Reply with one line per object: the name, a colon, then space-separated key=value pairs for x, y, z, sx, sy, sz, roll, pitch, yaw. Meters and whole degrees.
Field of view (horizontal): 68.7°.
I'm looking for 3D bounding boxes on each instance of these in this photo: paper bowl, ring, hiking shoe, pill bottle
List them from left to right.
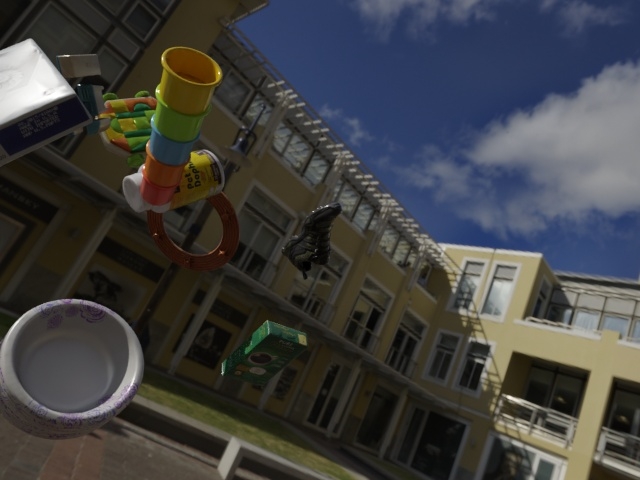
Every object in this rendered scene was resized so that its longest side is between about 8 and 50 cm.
paper bowl: x=-0.547 y=0.281 z=1.011 sx=0.284 sy=0.284 sz=0.148 roll=34 pitch=-55 yaw=-26
pill bottle: x=-0.341 y=-0.136 z=1.094 sx=0.117 sy=0.215 sz=0.117 roll=21 pitch=-56 yaw=36
ring: x=-0.425 y=-0.048 z=1.535 sx=0.337 sy=0.336 sz=0.032 roll=25 pitch=26 yaw=3
hiking shoe: x=0.000 y=0.000 z=1.162 sx=0.114 sy=0.086 sz=0.227 roll=53 pitch=-49 yaw=13

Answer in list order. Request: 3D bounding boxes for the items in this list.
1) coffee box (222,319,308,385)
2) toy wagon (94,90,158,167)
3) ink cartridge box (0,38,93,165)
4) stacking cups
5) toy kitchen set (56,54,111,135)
coffee box: x=-0.125 y=0.256 z=1.050 sx=0.113 sy=0.040 sz=0.184 roll=25 pitch=-56 yaw=-31
toy wagon: x=-0.596 y=-0.403 z=1.644 sx=0.068 sy=0.344 sz=0.267 roll=-39 pitch=-105 yaw=53
ink cartridge box: x=-0.403 y=-0.148 z=0.521 sx=0.224 sy=0.223 sz=0.045 roll=42 pitch=-24 yaw=32
stacking cups: x=-0.264 y=-0.175 z=0.823 sx=0.096 sy=0.096 sz=0.316 roll=29 pitch=-47 yaw=-9
toy kitchen set: x=-0.686 y=-0.385 z=1.258 sx=0.166 sy=0.207 sz=0.122 roll=0 pitch=22 yaw=7
